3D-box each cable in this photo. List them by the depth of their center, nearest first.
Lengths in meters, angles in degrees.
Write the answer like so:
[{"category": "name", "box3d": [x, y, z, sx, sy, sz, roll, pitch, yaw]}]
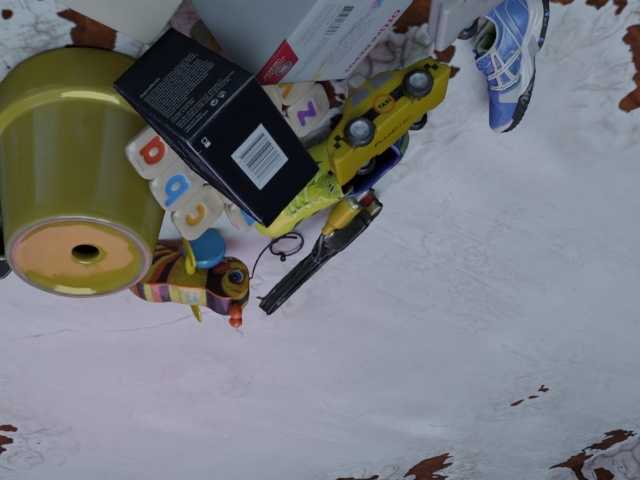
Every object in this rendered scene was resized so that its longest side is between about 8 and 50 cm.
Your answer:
[{"category": "cable", "box3d": [0.000, 0.000, 1.131, 0.287, 0.139, 0.072, -43, 90, 23]}]

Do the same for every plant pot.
[{"category": "plant pot", "box3d": [-0.293, -0.068, 0.882, 0.253, 0.239, 0.254, -7, 143, -5]}]

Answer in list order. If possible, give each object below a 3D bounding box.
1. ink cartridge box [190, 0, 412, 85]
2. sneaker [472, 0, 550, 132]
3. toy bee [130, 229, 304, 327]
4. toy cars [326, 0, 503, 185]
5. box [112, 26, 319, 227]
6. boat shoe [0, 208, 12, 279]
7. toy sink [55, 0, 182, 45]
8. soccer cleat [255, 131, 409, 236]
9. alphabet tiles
[{"category": "ink cartridge box", "box3d": [-0.017, -0.255, 0.741, 0.128, 0.127, 0.176, -44, 166, 36]}, {"category": "sneaker", "box3d": [0.241, -0.237, 0.929, 0.081, 0.080, 0.211, -2, 132, 0]}, {"category": "toy bee", "box3d": [-0.179, 0.061, 1.136, 0.298, 0.162, 0.195, -17, 140, 8]}, {"category": "toy cars", "box3d": [0.122, -0.233, 0.818, 0.176, 0.087, 0.394, -20, 153, -55]}, {"category": "box", "box3d": [-0.107, -0.118, 0.732, 0.093, 0.158, 0.156, -48, 142, -7]}, {"category": "boat shoe", "box3d": [-0.484, -0.002, 1.055, 0.080, 0.073, 0.223, 13, 136, -26]}, {"category": "toy sink", "box3d": [-0.174, -0.334, 0.661, 0.152, 0.131, 0.234, 19, 138, -32]}, {"category": "soccer cleat", "box3d": [0.003, -0.086, 1.009, 0.289, 0.121, 0.093, -35, 119, 25]}, {"category": "alphabet tiles", "box3d": [-0.104, -0.143, 0.872, 0.278, 0.021, 0.284, -47, 141, -19]}]
